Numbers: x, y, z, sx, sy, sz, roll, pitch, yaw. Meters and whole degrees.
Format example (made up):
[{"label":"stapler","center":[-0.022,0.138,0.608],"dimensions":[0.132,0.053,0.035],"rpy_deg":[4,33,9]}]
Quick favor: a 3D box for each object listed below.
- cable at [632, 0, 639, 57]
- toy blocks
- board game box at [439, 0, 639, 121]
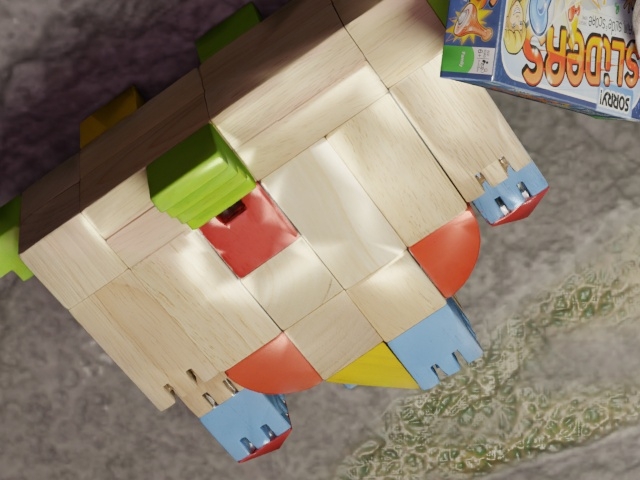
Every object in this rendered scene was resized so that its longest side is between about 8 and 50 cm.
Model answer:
[{"label":"cable","center":[0.311,-0.107,0.834],"dimensions":[0.257,0.257,0.089],"rpy_deg":[37,73,-42]},{"label":"toy blocks","center":[0.000,0.000,0.933],"dimensions":[0.381,0.191,0.261],"rpy_deg":[-34,117,8]},{"label":"board game box","center":[0.143,-0.148,0.845],"dimensions":[0.035,0.201,0.136],"rpy_deg":[9,94,35]}]
